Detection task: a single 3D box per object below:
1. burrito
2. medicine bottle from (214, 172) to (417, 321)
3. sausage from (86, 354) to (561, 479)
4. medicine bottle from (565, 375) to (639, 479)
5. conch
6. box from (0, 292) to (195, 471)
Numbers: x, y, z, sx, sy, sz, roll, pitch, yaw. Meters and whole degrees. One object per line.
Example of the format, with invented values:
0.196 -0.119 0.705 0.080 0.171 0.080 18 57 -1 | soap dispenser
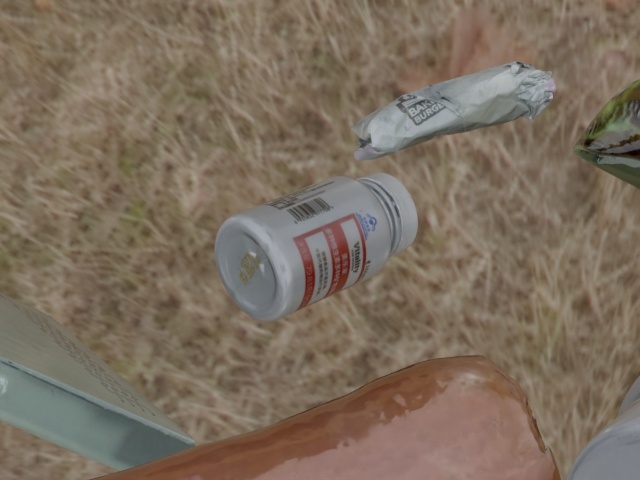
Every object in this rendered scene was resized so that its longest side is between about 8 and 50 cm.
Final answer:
0.126 -0.125 1.579 0.203 0.064 0.064 -16 79 -5 | burrito
0.000 0.000 1.177 0.140 0.079 0.079 -22 75 -39 | medicine bottle
-0.099 0.143 0.716 0.419 0.094 0.094 -15 85 -12 | sausage
0.333 0.156 1.227 0.208 0.340 0.208 14 115 32 | medicine bottle
0.351 -0.082 1.543 0.181 0.187 0.124 39 81 -11 | conch
-0.220 0.080 1.163 0.270 0.211 0.045 30 89 53 | box
